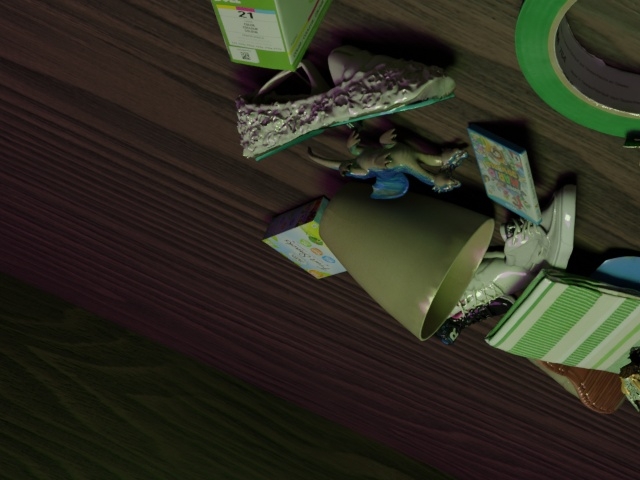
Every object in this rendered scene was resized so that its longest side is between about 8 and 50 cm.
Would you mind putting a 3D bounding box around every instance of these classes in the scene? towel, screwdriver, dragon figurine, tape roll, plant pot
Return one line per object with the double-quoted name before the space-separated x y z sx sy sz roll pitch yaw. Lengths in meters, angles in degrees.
"towel" 0.510 0.161 1.451 0.324 0.038 0.248 11 136 -15
"screwdriver" 0.009 -0.241 1.281 0.170 0.024 0.025 39 177 -25
"dragon figurine" 0.110 -0.126 1.320 0.289 0.085 0.144 -5 156 40
"tape roll" 0.402 -0.254 0.911 0.321 0.077 0.321 17 153 9
"plant pot" 0.141 0.008 1.418 0.274 0.256 0.256 31 156 20

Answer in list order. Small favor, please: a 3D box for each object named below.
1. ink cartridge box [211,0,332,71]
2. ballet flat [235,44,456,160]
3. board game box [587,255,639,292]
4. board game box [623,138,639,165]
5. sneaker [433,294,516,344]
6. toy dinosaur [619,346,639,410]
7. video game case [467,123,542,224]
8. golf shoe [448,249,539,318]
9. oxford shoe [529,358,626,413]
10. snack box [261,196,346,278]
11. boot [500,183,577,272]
"ink cartridge box" -0.065 -0.367 0.928 0.097 0.189 0.255 14 151 18
"ballet flat" 0.010 -0.228 1.187 0.408 0.147 0.147 -12 138 38
"board game box" 0.555 0.075 1.415 0.133 0.033 0.169 17 134 -13
"board game box" 0.543 -0.117 1.005 0.259 0.124 0.039 10 111 23
"sneaker" 0.325 0.177 1.678 0.216 0.121 0.079 -4 143 41
"toy dinosaur" 0.581 0.236 1.114 0.322 0.218 0.164 40 151 -28
"video game case" 0.302 -0.107 1.235 0.119 0.015 0.166 38 164 44
"golf shoe" 0.309 0.103 1.543 0.306 0.140 0.115 -11 136 45
"oxford shoe" 0.559 0.259 1.687 0.397 0.140 0.146 39 175 -33
"snack box" 0.000 0.000 1.658 0.174 0.070 0.207 35 152 -24
"boot" 0.378 -0.013 1.329 0.123 0.095 0.258 6 150 14
